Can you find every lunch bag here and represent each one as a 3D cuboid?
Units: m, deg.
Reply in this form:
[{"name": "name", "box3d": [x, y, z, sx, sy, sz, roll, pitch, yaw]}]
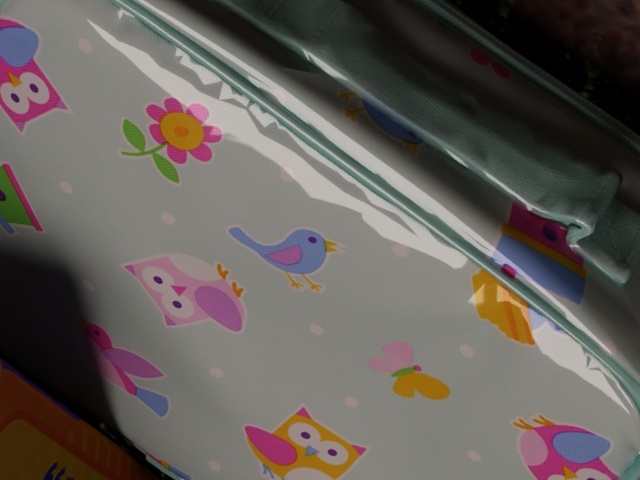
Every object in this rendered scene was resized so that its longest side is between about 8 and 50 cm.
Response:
[{"name": "lunch bag", "box3d": [0.000, 0.000, 0.668, 0.279, 0.108, 0.224, 35, 139, -2]}]

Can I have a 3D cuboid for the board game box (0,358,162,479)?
[{"name": "board game box", "box3d": [-0.274, 0.218, 0.784, 0.356, 0.356, 0.356, 15, 163, 21]}]
